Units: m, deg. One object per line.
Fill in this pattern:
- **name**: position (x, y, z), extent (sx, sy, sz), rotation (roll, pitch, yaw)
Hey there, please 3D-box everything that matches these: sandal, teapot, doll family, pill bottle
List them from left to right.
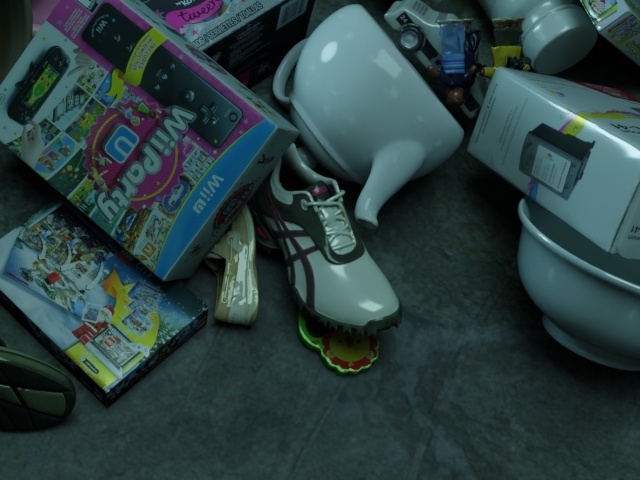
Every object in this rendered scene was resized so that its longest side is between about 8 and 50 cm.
- **sandal**: position (-0.405, 0.117, 1.206), extent (0.303, 0.120, 0.086), rotation (18, 42, 2)
- **teapot**: position (0.045, -0.164, 1.426), extent (0.187, 0.256, 0.252), rotation (-39, 93, 11)
- **doll family**: position (0.209, -0.232, 1.454), extent (0.193, 0.111, 0.076), rotation (-6, 14, -24)
- **pill bottle**: position (0.302, -0.359, 1.628), extent (0.131, 0.131, 0.229), rotation (-16, 62, -20)

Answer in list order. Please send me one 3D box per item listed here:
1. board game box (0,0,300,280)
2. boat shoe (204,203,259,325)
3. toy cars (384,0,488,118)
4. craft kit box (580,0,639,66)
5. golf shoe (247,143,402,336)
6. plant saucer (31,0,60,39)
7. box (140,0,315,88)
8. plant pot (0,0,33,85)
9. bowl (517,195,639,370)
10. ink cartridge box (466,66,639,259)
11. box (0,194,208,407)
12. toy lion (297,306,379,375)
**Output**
- **board game box**: position (-0.212, -0.134, 1.302), extent (0.303, 0.097, 0.224), rotation (39, 99, 10)
- **boat shoe**: position (-0.111, 0.022, 1.348), extent (0.059, 0.063, 0.170), rotation (2, 58, -17)
- **toy cars**: position (0.140, -0.350, 1.569), extent (0.176, 0.087, 0.393), rotation (16, 43, -52)
- **craft kit box**: position (0.418, -0.361, 1.611), extent (0.250, 0.061, 0.246), rotation (17, 46, -51)
- **golf shoe**: position (0.000, 0.000, 1.318), extent (0.105, 0.120, 0.273), rotation (-21, 52, -31)
- **plant saucer**: position (-0.372, -0.383, 1.546), extent (0.332, 0.084, 0.332), rotation (5, 58, -8)
- **box**: position (-0.144, -0.286, 1.478), extent (0.142, 0.163, 0.247), rotation (43, 60, 15)
- **plant pot**: position (-0.557, -0.265, 1.333), extent (0.280, 0.323, 0.323), rotation (28, 55, 28)
- **bowl**: position (0.355, 0.063, 1.334), extent (0.298, 0.134, 0.298), rotation (15, 21, -6)
- **ink cartridge box**: position (0.360, -0.093, 1.364), extent (0.226, 0.131, 0.306), rotation (5, 22, -31)
- **box**: position (-0.268, 0.061, 1.304), extent (0.233, 0.044, 0.159), rotation (41, 59, 16)
- **toy lion**: position (0.021, 0.113, 1.336), extent (0.100, 0.034, 0.096), rotation (8, 64, -5)
